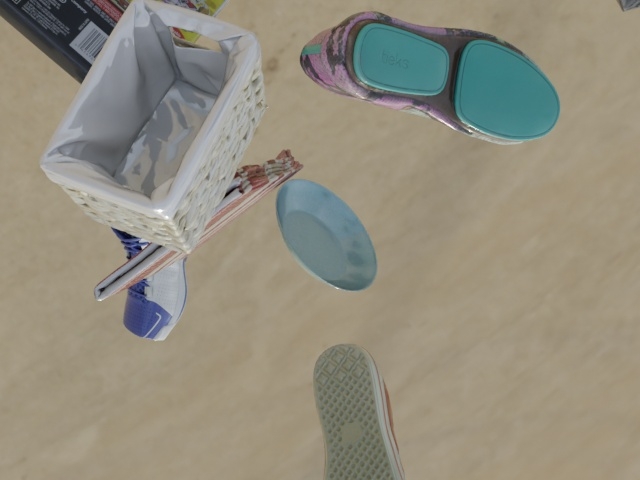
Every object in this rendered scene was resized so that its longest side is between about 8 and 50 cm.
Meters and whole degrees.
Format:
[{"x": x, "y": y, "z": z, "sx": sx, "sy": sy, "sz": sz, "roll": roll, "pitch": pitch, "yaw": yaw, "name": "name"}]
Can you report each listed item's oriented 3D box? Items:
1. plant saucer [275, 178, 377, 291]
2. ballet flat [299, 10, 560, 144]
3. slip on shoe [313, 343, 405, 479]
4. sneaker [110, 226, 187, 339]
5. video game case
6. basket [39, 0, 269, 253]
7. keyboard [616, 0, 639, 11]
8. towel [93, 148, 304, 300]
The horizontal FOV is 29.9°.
[{"x": 0.000, "y": 0.000, "z": 1.735, "sx": 0.195, "sy": 0.195, "sz": 0.037, "roll": -2, "pitch": 148, "yaw": -50, "name": "plant saucer"}, {"x": 0.078, "y": -0.120, "z": 0.871, "sx": 0.221, "sy": 0.079, "sz": 0.077, "roll": 8, "pitch": 94, "yaw": -38, "name": "ballet flat"}, {"x": 0.056, "y": 0.299, "z": 1.527, "sx": 0.123, "sy": 0.331, "sz": 0.101, "roll": -12, "pitch": 159, "yaw": 15, "name": "slip on shoe"}, {"x": -0.313, "y": 0.009, "z": 2.131, "sx": 0.182, "sy": 0.127, "sz": 0.315, "roll": 14, "pitch": 97, "yaw": -52, "name": "sneaker"}, {"x": -0.275, "y": -0.321, "z": 1.492, "sx": 0.035, "sy": 0.275, "sz": 0.248, "roll": -32, "pitch": -159, "yaw": 55, "name": "video game case"}, {"x": -0.123, "y": -0.086, "z": 0.938, "sx": 0.103, "sy": 0.113, "sz": 0.167, "roll": 78, "pitch": 35, "yaw": -64, "name": "basket"}, {"x": 0.239, "y": -0.320, "z": 1.049, "sx": 0.201, "sy": 0.033, "sz": 0.317, "roll": -10, "pitch": 140, "yaw": 25, "name": "keyboard"}, {"x": -0.153, "y": -0.026, "z": 1.552, "sx": 0.237, "sy": 0.037, "sz": 0.329, "roll": -37, "pitch": 180, "yaw": 14, "name": "towel"}]
